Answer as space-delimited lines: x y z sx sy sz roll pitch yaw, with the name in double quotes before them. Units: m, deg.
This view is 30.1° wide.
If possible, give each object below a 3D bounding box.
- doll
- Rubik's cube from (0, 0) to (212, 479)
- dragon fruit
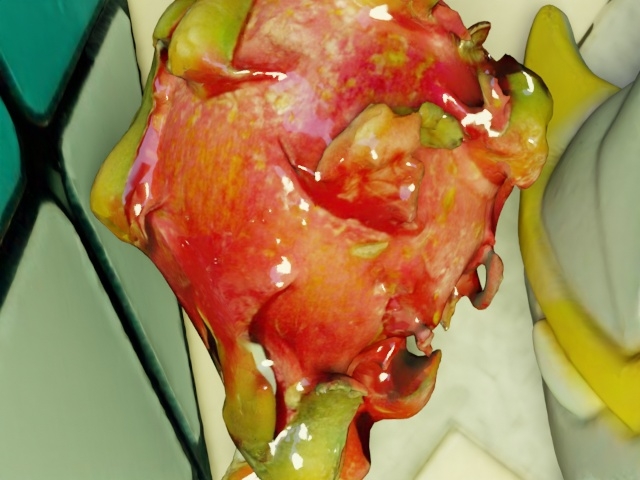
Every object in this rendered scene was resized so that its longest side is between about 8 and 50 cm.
"doll" 0.120 0.051 0.378 0.103 0.145 0.317 2 86 -19
"Rubik's cube" -0.196 0.006 0.384 0.249 0.246 0.249 -15 79 10
"dragon fruit" 0.000 0.000 0.398 0.133 0.150 0.208 27 111 51
